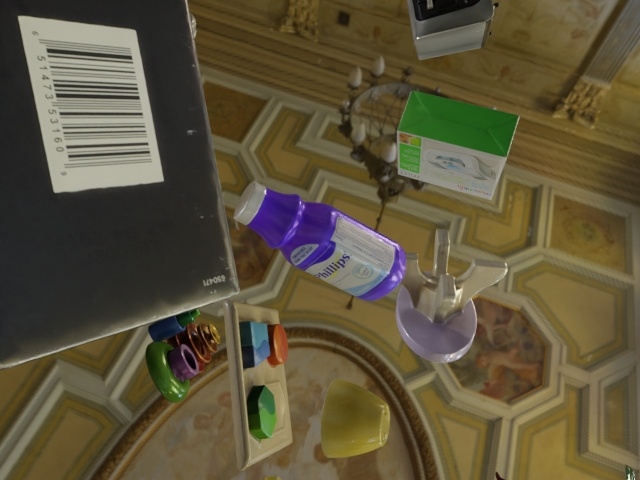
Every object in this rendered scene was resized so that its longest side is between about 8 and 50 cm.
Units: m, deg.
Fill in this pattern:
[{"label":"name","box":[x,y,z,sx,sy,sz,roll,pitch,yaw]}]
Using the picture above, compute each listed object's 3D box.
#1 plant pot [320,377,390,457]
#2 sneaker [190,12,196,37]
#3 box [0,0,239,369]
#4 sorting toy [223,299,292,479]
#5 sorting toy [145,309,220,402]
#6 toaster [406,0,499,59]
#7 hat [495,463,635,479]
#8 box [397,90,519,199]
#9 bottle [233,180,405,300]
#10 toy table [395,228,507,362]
[{"label":"plant pot","box":[0.067,0.314,0.933,0.095,0.134,0.134,1,-130,21]},{"label":"sneaker","box":[-0.354,-0.525,1.274,0.088,0.093,0.225,19,-151,1]},{"label":"box","box":[-0.241,-0.081,0.424,0.182,0.294,0.296,-14,-83,-47]},{"label":"sorting toy","box":[-0.072,0.243,0.761,0.041,0.229,0.307,-10,-103,9]},{"label":"sorting toy","box":[-0.108,0.087,0.442,0.042,0.102,0.061,-28,-82,2]},{"label":"toaster","box":[0.172,-0.351,0.733,0.110,0.185,0.168,-9,-85,15]},{"label":"hat","box":[0.276,0.351,0.637,0.183,0.208,0.173,-5,-126,29]},{"label":"box","box":[0.334,-0.235,1.348,0.261,0.231,0.127,18,-108,14]},{"label":"bottle","box":[0.000,0.000,0.859,0.282,0.118,0.092,28,-134,-22]},{"label":"toy table","box":[0.260,0.107,1.159,0.252,0.161,0.274,-1,-147,-4]}]
